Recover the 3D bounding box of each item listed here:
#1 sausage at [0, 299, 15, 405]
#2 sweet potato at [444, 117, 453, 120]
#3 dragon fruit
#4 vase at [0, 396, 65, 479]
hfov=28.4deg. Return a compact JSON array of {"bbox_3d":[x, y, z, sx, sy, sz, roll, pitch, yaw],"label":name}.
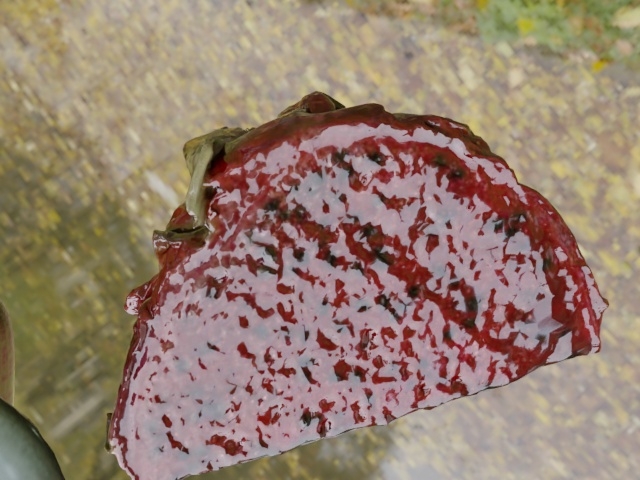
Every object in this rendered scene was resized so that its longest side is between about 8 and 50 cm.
[{"bbox_3d":[-0.259,0.180,0.898,0.082,0.082,0.371,25,113,49],"label":"sausage"},{"bbox_3d":[0.105,-0.004,0.970,0.058,0.202,0.055,7,150,-9],"label":"sweet potato"},{"bbox_3d":[0.000,0.000,0.792,0.152,0.317,0.205,-124,22,-64],"label":"dragon fruit"},{"bbox_3d":[-0.261,0.130,0.652,0.291,0.245,0.245,5,131,51],"label":"vase"}]
